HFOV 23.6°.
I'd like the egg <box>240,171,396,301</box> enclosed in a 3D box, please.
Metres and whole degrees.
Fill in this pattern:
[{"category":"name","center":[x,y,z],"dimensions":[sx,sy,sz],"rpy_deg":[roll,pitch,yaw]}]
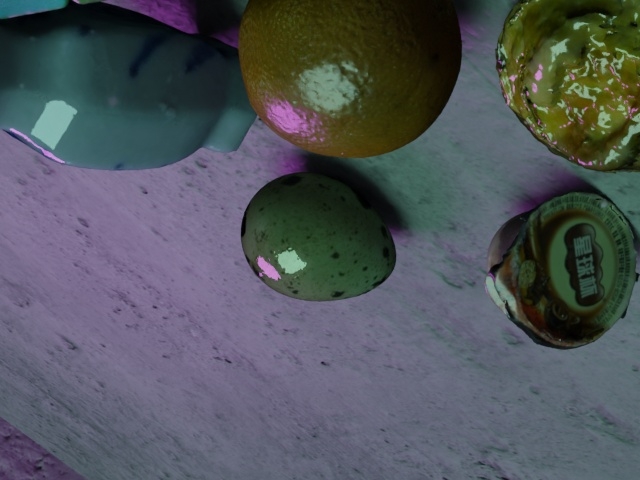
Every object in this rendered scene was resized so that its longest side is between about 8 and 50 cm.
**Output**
[{"category":"egg","center":[0.000,0.000,2.124],"dimensions":[0.228,0.177,0.177],"rpy_deg":[19,153,-15]}]

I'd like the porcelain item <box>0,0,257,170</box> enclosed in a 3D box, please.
[{"category":"porcelain item","center":[-0.278,-0.191,1.842],"dimensions":[0.405,0.178,0.242],"rpy_deg":[3,-161,-42]}]

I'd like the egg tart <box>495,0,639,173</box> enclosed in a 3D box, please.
[{"category":"egg tart","center":[0.318,-0.159,1.675],"dimensions":[0.297,0.132,0.297],"rpy_deg":[19,143,15]}]

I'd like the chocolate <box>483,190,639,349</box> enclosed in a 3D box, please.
[{"category":"chocolate","center":[0.282,0.036,1.960],"dimensions":[0.221,0.221,0.147],"rpy_deg":[43,161,-25]}]

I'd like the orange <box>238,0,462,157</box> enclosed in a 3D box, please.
[{"category":"orange","center":[0.029,-0.212,1.709],"dimensions":[0.264,0.264,0.264],"rpy_deg":[20,150,12]}]

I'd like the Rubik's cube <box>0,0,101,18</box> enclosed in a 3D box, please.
[{"category":"Rubik's cube","center":[-0.324,-0.412,1.587],"dimensions":[0.387,0.358,0.368],"rpy_deg":[22,116,-6]}]
